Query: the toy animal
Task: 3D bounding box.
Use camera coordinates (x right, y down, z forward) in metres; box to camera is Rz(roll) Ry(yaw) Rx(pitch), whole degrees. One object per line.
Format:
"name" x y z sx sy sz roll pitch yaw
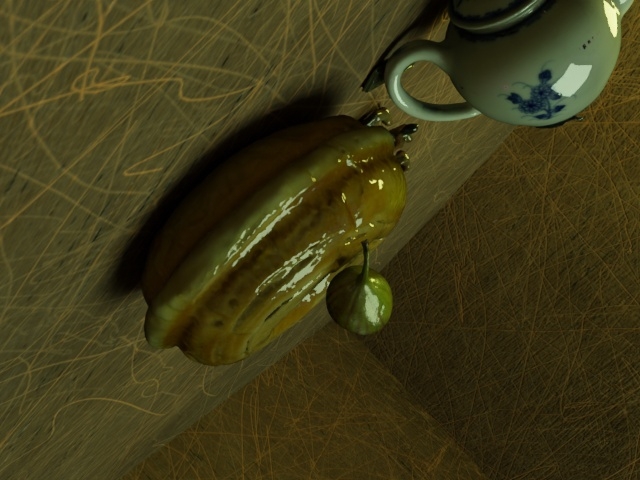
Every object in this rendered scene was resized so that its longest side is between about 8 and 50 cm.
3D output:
"toy animal" 0.075 -0.135 1.621 0.157 0.097 0.312 -36 169 -5

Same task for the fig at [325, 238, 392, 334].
"fig" 0.038 0.058 1.184 0.093 0.093 0.166 -42 145 -6

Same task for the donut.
"donut" -0.063 0.002 1.305 0.449 0.198 0.449 -40 172 -7

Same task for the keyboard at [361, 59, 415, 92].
"keyboard" 0.111 -0.264 1.414 0.129 0.015 0.049 -35 163 -40

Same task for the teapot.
"teapot" 0.283 -0.307 1.320 0.424 0.280 0.252 -28 -142 19
